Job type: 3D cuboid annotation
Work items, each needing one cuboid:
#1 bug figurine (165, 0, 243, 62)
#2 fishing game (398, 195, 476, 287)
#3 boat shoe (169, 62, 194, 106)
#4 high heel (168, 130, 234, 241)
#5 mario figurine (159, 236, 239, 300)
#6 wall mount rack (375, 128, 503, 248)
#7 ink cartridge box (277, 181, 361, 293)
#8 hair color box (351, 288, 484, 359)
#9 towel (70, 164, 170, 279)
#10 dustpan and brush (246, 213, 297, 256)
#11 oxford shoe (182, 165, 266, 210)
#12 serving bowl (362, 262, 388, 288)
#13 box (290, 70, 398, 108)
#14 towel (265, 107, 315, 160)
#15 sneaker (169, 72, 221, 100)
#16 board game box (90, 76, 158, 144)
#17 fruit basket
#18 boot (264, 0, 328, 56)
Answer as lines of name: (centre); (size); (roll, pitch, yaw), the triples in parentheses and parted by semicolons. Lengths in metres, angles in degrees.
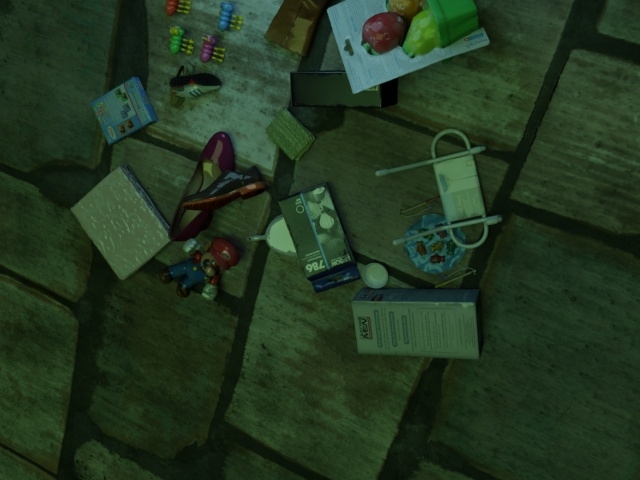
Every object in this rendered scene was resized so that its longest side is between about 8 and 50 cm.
bug figurine: (-0.386, -0.670, 1.874); (0.279, 0.072, 0.216); (20, 112, 15)
fishing game: (0.336, 0.012, 1.798); (0.189, 0.041, 0.264); (-21, 96, 23)
boat shoe: (-0.461, -0.506, 1.964); (0.056, 0.048, 0.153); (38, 115, 8)
high heel: (-0.387, -0.168, 1.958); (0.127, 0.181, 0.377); (22, 112, 15)
mario figurine: (-0.409, 0.102, 2.042); (0.320, 0.198, 0.170); (-29, 66, 32)
wall mount rack: (0.335, -0.128, 1.694); (0.304, 0.130, 0.350); (-13, 95, 21)
ink cartridge box: (0.000, 0.000, 1.894); (0.165, 0.065, 0.332); (-20, 98, 7)
hair color box: (0.295, 0.249, 1.838); (0.374, 0.113, 0.185); (-2, 107, 22)
towel: (-0.719, -0.062, 2.196); (0.317, 0.053, 0.332); (-34, 91, 26)
dustpan and brush: (-0.156, -0.012, 1.987); (0.211, 0.060, 0.147); (-7, 99, 17)
oxford shoe: (-0.317, -0.166, 1.933); (0.271, 0.097, 0.098); (-17, 81, -16)
serving bowl: (0.175, 0.107, 1.896); (0.083, 0.027, 0.083); (6, 108, 20)
box: (0.070, -0.428, 1.698); (0.261, 0.184, 0.103); (6, 110, 21)
towel: (-0.095, -0.329, 1.880); (0.148, 0.027, 0.110); (45, 117, 4)
sneaker: (-0.398, -0.488, 1.936); (0.161, 0.075, 0.057); (-6, 63, -7)
board game box: (-0.677, -0.443, 2.075); (0.211, 0.039, 0.160); (-20, 97, 25)
fruit basket: (0.216, -0.551, 1.563); (0.353, 0.165, 0.327); (-22, 60, 14)
boot: (-0.094, -0.716, 1.754); (0.264, 0.096, 0.280); (31, 122, 3)
